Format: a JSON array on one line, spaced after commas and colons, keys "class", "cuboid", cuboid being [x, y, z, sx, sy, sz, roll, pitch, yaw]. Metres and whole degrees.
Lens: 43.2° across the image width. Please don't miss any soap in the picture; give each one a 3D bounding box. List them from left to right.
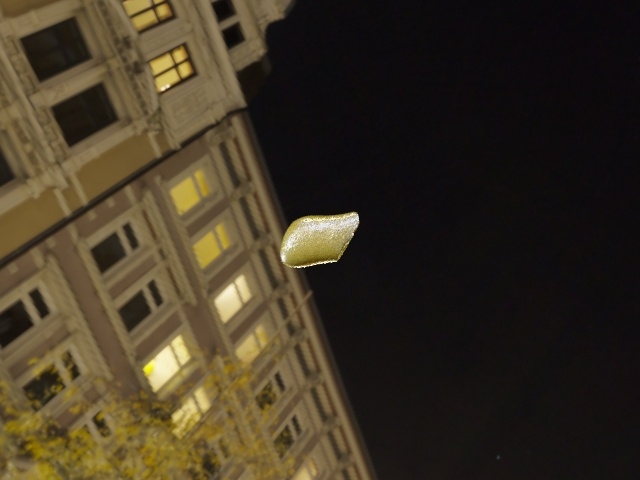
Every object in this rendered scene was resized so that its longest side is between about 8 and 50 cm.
[{"class": "soap", "cuboid": [0.000, 0.000, 1.273, 0.168, 0.089, 0.033, -2, -21, 44]}]
